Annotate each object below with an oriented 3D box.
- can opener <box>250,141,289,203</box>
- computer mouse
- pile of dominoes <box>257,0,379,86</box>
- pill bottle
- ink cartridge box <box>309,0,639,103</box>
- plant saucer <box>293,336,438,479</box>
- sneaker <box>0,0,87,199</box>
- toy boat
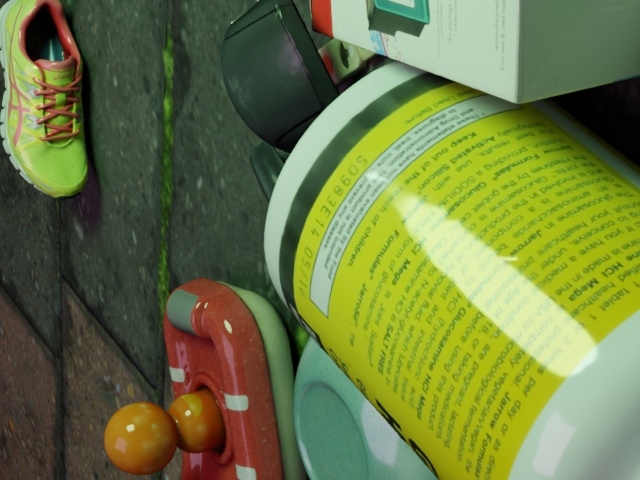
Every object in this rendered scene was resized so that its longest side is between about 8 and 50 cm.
[{"bbox_3d":[0.000,0.000,1.121,0.186,0.073,0.059,57,-175,36],"label":"can opener"},{"bbox_3d":[-0.007,-0.064,0.950,0.184,0.060,0.262,64,-177,-8],"label":"computer mouse"},{"bbox_3d":[-0.007,-0.212,1.041,0.251,0.040,0.196,-29,78,60],"label":"pile of dominoes"},{"bbox_3d":[0.127,0.057,0.769,0.334,0.187,0.188,46,140,43],"label":"pill bottle"},{"bbox_3d":[0.084,-0.145,0.811,0.231,0.134,0.078,30,128,53],"label":"ink cartridge box"},{"bbox_3d":[0.023,0.151,1.152,0.195,0.037,0.195,32,129,51],"label":"plant saucer"},{"bbox_3d":[-0.266,-0.143,1.486,0.094,0.081,0.209,-14,89,59],"label":"sneaker"},{"bbox_3d":[-0.105,0.153,1.258,0.151,0.151,0.231,12,113,61],"label":"toy boat"}]
